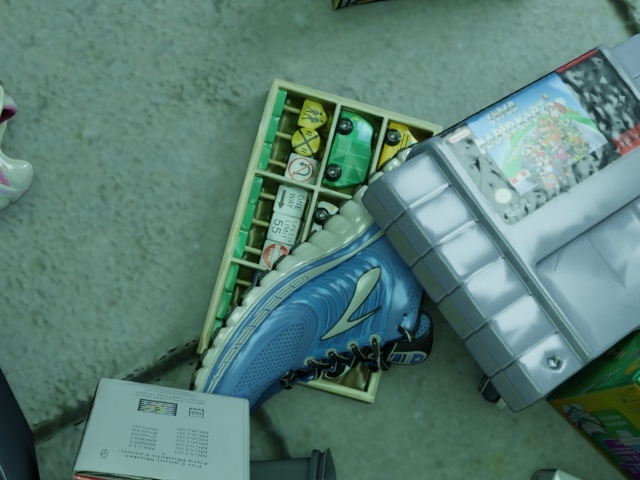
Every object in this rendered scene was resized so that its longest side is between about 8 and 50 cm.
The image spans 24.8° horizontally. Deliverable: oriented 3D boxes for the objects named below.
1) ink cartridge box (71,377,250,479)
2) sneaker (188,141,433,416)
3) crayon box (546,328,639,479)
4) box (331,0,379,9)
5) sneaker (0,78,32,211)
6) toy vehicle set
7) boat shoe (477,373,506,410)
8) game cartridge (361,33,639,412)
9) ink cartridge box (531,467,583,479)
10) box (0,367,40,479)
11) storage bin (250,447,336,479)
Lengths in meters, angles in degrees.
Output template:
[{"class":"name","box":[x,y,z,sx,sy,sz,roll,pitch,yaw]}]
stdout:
[{"class":"ink cartridge box","box":[-0.137,0.295,1.083,0.130,0.272,0.309,9,102,-5]},{"class":"sneaker","box":[0.019,0.068,1.247,0.330,0.130,0.147,-43,85,-10]},{"class":"crayon box","box":[0.304,0.156,1.219,0.165,0.278,0.081,44,80,3]},{"class":"box","box":[0.123,-0.272,1.372,0.232,0.087,0.058,-11,84,-8]},{"class":"sneaker","box":[-0.335,-0.125,1.306,0.111,0.103,0.252,-24,90,-12]},{"class":"toy vehicle set","box":[0.000,0.000,1.340,0.166,0.035,0.267,15,80,-3]},{"class":"boat shoe","box":[0.193,0.030,1.323,0.079,0.095,0.254,27,78,-2]},{"class":"game cartridge","box":[0.226,-0.032,1.261,0.355,0.068,0.230,-30,84,-34]},{"class":"ink cartridge box","box":[0.256,0.294,1.296,0.175,0.072,0.127,23,80,-1]},{"class":"box","box":[-0.386,0.188,1.103,0.312,0.343,0.179,-25,105,-8]},{"class":"storage bin","box":[-0.037,0.254,1.268,0.091,0.098,0.135,1,60,9]}]
